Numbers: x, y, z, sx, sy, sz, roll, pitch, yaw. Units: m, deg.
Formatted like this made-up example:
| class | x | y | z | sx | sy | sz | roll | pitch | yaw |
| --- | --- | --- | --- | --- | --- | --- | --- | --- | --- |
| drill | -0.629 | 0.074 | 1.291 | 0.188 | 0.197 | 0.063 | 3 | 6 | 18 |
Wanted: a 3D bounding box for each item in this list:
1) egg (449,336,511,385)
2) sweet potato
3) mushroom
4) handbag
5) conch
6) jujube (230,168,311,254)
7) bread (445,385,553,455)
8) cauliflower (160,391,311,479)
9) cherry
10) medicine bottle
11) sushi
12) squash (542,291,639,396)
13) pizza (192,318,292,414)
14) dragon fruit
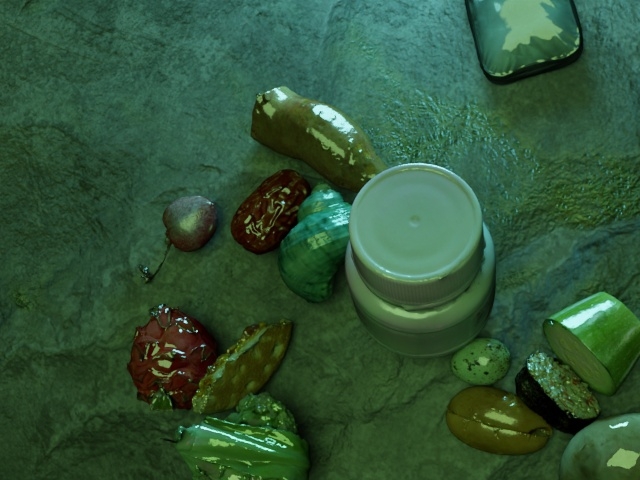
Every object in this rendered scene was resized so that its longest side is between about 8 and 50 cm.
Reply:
| class | x | y | z | sx | sy | sz | roll | pitch | yaw |
| --- | --- | --- | --- | --- | --- | --- | --- | --- | --- |
| egg | 0.282 | 0.215 | 1.810 | 0.110 | 0.085 | 0.085 | -19 | 78 | 26 |
| sweet potato | 0.026 | -0.178 | 1.914 | 0.336 | 0.131 | 0.131 | 29 | 92 | 17 |
| mushroom | 0.505 | 0.378 | 1.683 | 0.226 | 0.178 | 0.226 | 1 | 117 | 1 |
| handbag | 0.355 | -0.463 | 1.878 | 0.191 | 0.075 | 0.332 | -15 | 83 | 18 |
| conch | -0.001 | -0.004 | 1.877 | 0.196 | 0.134 | 0.202 | -9 | 52 | 55 |
| jujube | -0.090 | -0.054 | 1.941 | 0.112 | 0.109 | 0.176 | 39 | 85 | 23 |
| bread | 0.310 | 0.317 | 1.797 | 0.189 | 0.077 | 0.114 | 11 | 83 | 20 |
| cauliflower | -0.158 | 0.388 | 1.833 | 0.315 | 0.239 | 0.256 | 29 | 91 | -26 |
| cherry | -0.289 | -0.010 | 2.013 | 0.225 | 0.090 | 0.107 | -35 | 87 | 19 |
| medicine bottle | 0.167 | 0.036 | 1.716 | 0.256 | 0.325 | 0.256 | -3 | 64 | 7 |
| sushi | 0.404 | 0.263 | 1.754 | 0.150 | 0.090 | 0.078 | 46 | 134 | 20 |
| squash | 0.467 | 0.165 | 1.726 | 0.123 | 0.170 | 0.170 | -43 | 74 | -4 |
| pizza | -0.143 | 0.233 | 1.909 | 0.058 | 0.127 | 0.246 | 23 | 69 | 42 |
| dragon fruit | -0.275 | 0.227 | 1.936 | 0.172 | 0.172 | 0.209 | -6 | 70 | 16 |
